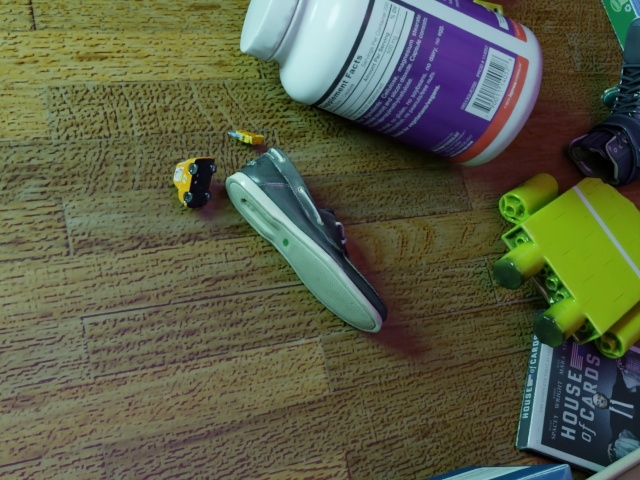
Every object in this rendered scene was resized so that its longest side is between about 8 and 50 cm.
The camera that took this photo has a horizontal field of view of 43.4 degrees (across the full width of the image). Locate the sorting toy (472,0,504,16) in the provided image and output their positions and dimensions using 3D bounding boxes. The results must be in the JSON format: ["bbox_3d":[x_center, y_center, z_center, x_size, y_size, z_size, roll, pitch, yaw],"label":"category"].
[{"bbox_3d":[0.156,-0.382,1.089,0.132,0.046,0.274,-22,84,-29],"label":"sorting toy"}]

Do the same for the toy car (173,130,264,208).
[{"bbox_3d":[-0.116,-0.081,0.890,0.041,0.060,0.122,22,35,30],"label":"toy car"}]

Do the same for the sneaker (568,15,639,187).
[{"bbox_3d":[0.416,-0.184,1.099,0.163,0.086,0.226,-19,106,-24],"label":"sneaker"}]

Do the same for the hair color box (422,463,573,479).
[{"bbox_3d":[0.201,0.408,0.800,0.105,0.174,0.347,-8,78,-26],"label":"hair color box"}]

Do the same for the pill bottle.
[{"bbox_3d":[0.080,-0.216,0.928,0.323,0.181,0.181,19,68,-19],"label":"pill bottle"}]

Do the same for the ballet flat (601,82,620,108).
[{"bbox_3d":[0.454,-0.213,1.187,0.114,0.041,0.041,5,73,-24],"label":"ballet flat"}]

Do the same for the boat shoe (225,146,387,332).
[{"bbox_3d":[0.000,0.000,0.881,0.079,0.084,0.233,-41,91,-28],"label":"boat shoe"}]

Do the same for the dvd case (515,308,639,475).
[{"bbox_3d":[0.362,0.209,1.018,0.239,0.029,0.179,23,66,-18],"label":"dvd case"}]

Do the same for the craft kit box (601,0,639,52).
[{"bbox_3d":[0.556,-0.373,1.270,0.247,0.061,0.249,-16,82,-25],"label":"craft kit box"}]

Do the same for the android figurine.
[{"bbox_3d":[0.338,0.021,1.032,0.273,0.056,0.248,-32,83,-36],"label":"android figurine"}]

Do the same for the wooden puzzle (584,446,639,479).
[{"bbox_3d":[0.464,0.399,0.956,0.322,0.080,0.347,-18,90,-28],"label":"wooden puzzle"}]
